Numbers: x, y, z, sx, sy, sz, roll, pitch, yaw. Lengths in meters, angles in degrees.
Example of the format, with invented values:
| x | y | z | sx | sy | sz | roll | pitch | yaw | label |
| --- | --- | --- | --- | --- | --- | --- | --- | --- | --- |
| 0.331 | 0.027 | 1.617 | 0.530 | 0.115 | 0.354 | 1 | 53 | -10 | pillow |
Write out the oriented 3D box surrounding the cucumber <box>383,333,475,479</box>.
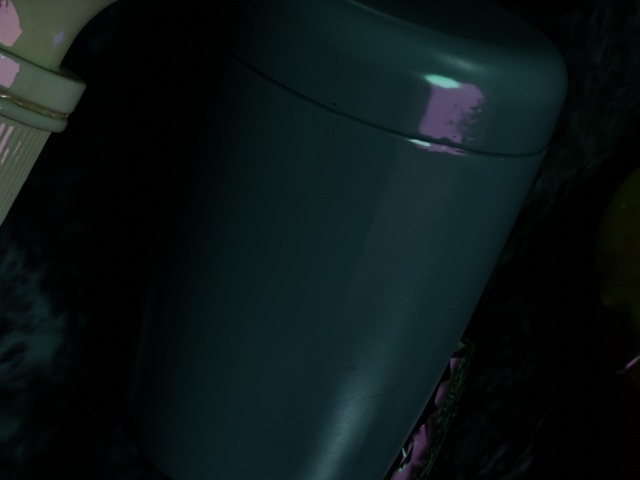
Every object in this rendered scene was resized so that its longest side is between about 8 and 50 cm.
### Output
| x | y | z | sx | sy | sz | roll | pitch | yaw | label |
| --- | --- | --- | --- | --- | --- | --- | --- | --- | --- |
| 0.003 | 0.142 | 0.744 | 0.044 | 0.043 | 0.257 | 20 | 99 | -54 | cucumber |

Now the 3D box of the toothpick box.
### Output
| x | y | z | sx | sy | sz | roll | pitch | yaw | label |
| --- | --- | --- | --- | --- | --- | --- | --- | --- | --- |
| 0.000 | 0.000 | 0.596 | 0.120 | 0.120 | 0.184 | 0 | 118 | -45 | toothpick box |

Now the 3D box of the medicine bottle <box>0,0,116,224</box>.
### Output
| x | y | z | sx | sy | sz | roll | pitch | yaw | label |
| --- | --- | --- | --- | --- | --- | --- | --- | --- | --- |
| -0.059 | -0.124 | 0.459 | 0.114 | 0.114 | 0.252 | 23 | 97 | -49 | medicine bottle |

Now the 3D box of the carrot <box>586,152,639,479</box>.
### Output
| x | y | z | sx | sy | sz | roll | pitch | yaw | label |
| --- | --- | --- | --- | --- | --- | --- | --- | --- | --- |
| 0.244 | 0.100 | 0.828 | 0.224 | 0.224 | 0.341 | -40 | 132 | -19 | carrot |
